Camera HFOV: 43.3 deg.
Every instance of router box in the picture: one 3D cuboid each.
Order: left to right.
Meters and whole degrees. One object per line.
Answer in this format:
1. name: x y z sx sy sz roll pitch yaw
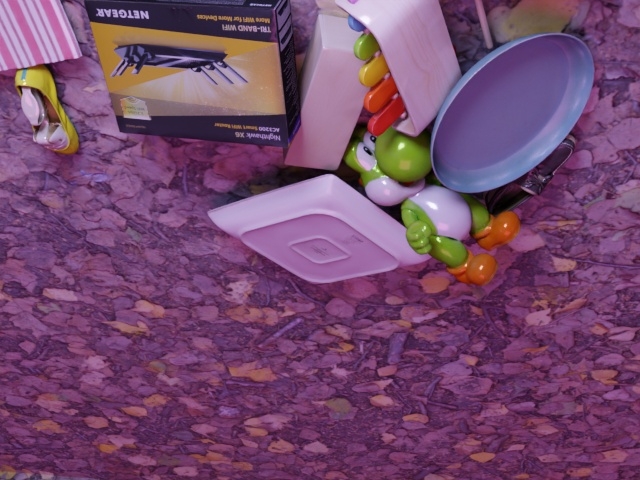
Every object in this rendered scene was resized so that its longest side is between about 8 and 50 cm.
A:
1. router box: -0.194 -0.280 1.284 0.309 0.081 0.243 6 132 14

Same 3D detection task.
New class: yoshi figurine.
1. yoshi figurine: 0.205 -0.086 1.466 0.362 0.203 0.203 38 111 -12

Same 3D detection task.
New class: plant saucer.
1. plant saucer: 0.312 -0.214 1.345 0.318 0.043 0.317 -20 142 -17

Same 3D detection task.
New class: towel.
1. towel: -0.503 -0.353 1.319 0.197 0.029 0.144 -6 130 10

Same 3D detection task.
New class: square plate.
1. square plate: 0.000 0.000 1.637 0.344 0.049 0.347 -13 146 40

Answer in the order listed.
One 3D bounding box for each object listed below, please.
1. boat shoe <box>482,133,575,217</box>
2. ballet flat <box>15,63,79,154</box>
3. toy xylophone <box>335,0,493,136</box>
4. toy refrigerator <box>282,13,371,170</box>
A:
1. boat shoe: 0.396 -0.115 1.524 0.080 0.073 0.223 22 139 -26
2. ballet flat: -0.497 -0.220 1.452 0.077 0.077 0.231 0 141 3
3. toy xylophone: 0.153 -0.303 1.238 0.236 0.081 0.322 -42 143 -15
4. toy refrigerator: 0.013 -0.247 1.377 0.102 0.094 0.269 5 142 -14
